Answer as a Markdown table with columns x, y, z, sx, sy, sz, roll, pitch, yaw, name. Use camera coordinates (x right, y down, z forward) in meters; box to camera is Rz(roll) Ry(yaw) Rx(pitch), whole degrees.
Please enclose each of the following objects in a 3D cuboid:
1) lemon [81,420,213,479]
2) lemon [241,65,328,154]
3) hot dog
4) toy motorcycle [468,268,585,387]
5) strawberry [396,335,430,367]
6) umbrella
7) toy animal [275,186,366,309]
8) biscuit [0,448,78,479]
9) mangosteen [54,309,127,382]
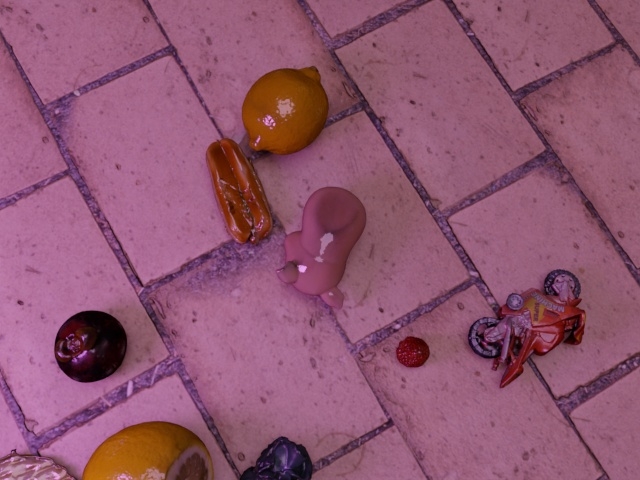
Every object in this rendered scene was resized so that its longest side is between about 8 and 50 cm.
| x | y | z | sx | sy | sz | roll | pitch | yaw | name |
| --- | --- | --- | --- | --- | --- | --- | --- | --- | --- |
| -0.339 | 0.463 | 1.610 | 0.219 | 0.240 | 0.241 | 2 | 71 | 22 | lemon |
| -0.077 | -0.289 | 1.886 | 0.186 | 0.187 | 0.244 | 32 | 68 | 5 | lemon |
| -0.184 | -0.112 | 1.879 | 0.109 | 0.072 | 0.270 | -18 | 77 | -12 | hot dog |
| 0.467 | 0.185 | 1.840 | 0.298 | 0.089 | 0.171 | -31 | 79 | -13 | toy motorcycle |
| 0.203 | 0.237 | 1.805 | 0.073 | 0.083 | 0.073 | 4 | 74 | -14 | strawberry |
| -0.152 | 0.535 | 1.655 | 0.094 | 0.143 | 0.349 | 43 | 74 | -11 | umbrella |
| 0.011 | 0.003 | 1.819 | 0.166 | 0.154 | 0.250 | 22 | 75 | -7 | toy animal |
| -0.560 | 0.528 | 1.665 | 0.187 | 0.036 | 0.273 | -38 | 79 | -15 | biscuit |
| -0.468 | 0.213 | 1.713 | 0.152 | 0.152 | 0.153 | 2 | 73 | -5 | mangosteen |
